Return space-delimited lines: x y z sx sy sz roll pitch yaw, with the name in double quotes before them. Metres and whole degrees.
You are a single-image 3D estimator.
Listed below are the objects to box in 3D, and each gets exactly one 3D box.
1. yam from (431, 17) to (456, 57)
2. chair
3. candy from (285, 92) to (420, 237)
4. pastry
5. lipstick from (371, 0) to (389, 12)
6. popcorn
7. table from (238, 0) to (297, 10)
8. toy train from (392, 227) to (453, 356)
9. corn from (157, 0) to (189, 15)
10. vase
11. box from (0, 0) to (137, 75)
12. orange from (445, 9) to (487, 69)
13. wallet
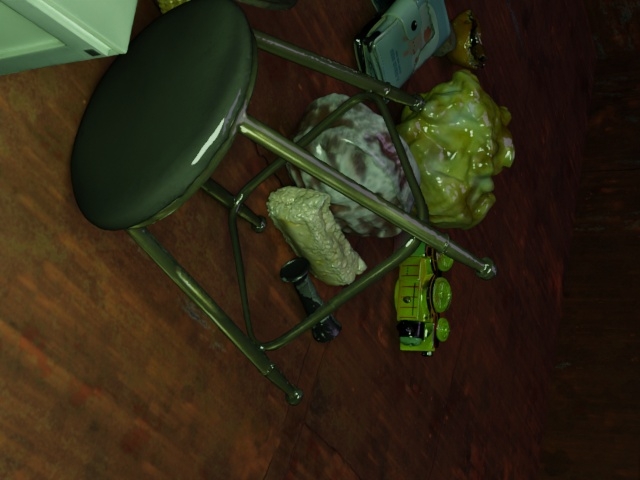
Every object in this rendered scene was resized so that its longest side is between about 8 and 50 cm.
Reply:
"yam" 0.249 -0.540 1.995 0.259 0.093 0.093 52 45 -46
"chair" -0.074 -0.074 1.102 0.410 0.362 0.364 32 31 -41
"candy" 0.057 -0.118 1.504 0.289 0.214 0.157 56 46 -40
"pastry" -0.005 -0.003 1.505 0.089 0.121 0.258 -49 142 -17
"lipstick" 0.131 -0.567 1.799 0.289 0.077 0.076 51 54 -48
"popcorn" 0.290 -0.195 1.922 0.334 0.293 0.292 -59 -174 -1
"table" -0.078 -0.475 1.087 0.317 0.249 0.317 31 23 -15
"toy train" 0.226 0.111 1.907 0.160 0.100 0.296 16 74 -51
"corn" -0.180 -0.313 1.225 0.093 0.093 0.244 -40 123 -54
"vase" -0.017 0.109 1.517 0.167 0.059 0.059 64 37 -35
"box" -0.335 -0.261 0.817 0.225 0.225 0.117 32 61 -55
"orange" 0.374 -0.515 2.194 0.170 0.112 0.160 32 46 -82
"wallet" 0.175 -0.427 1.796 0.250 0.075 0.176 -49 141 -24
